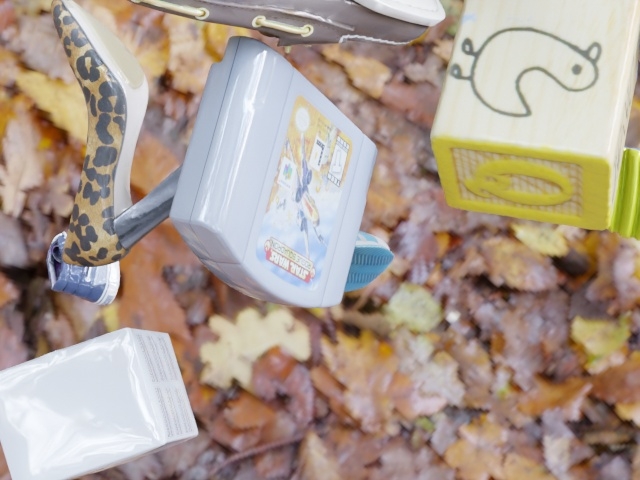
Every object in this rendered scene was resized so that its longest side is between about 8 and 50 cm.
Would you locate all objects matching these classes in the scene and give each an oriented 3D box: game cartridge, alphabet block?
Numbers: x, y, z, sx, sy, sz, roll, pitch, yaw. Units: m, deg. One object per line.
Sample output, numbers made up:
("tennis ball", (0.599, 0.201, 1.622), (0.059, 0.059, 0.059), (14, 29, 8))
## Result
("game cartridge", (-0.034, -0.043, 1.169), (0.062, 0.297, 0.198), (5, 77, 25))
("alphabet block", (0.238, -0.145, 1.354), (0.192, 0.193, 0.197), (8, 70, 17))

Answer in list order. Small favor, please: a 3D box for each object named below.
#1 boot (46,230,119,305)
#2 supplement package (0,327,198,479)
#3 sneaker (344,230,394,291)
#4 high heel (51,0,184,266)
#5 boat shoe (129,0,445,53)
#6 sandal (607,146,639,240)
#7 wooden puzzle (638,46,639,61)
("boot", (-0.323, -0.003, 1.686), (0.086, 0.069, 0.190), (20, 40, -33))
("supplement package", (-0.281, 0.211, 1.563), (0.194, 0.203, 0.149), (-19, 82, 4))
("sneaker", (0.000, 0.000, 1.524), (0.229, 0.087, 0.092), (15, 36, -45))
("high heel", (-0.254, -0.108, 1.297), (0.261, 0.186, 0.093), (56, 16, 4))
("boat shoe", (-0.034, -0.216, 1.050), (0.324, 0.096, 0.116), (8, 41, -41))
("sandal", (0.381, -0.092, 1.764), (0.317, 0.126, 0.138), (21, 17, 15))
("wooden puzzle", (0.418, -0.262, 1.514), (0.348, 0.322, 0.080), (5, 95, -38))
